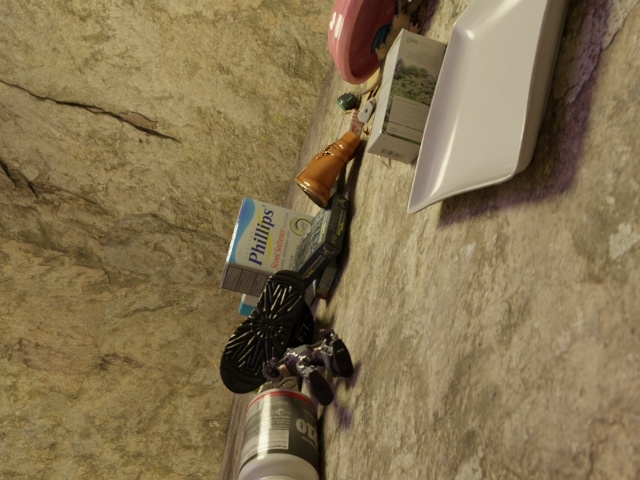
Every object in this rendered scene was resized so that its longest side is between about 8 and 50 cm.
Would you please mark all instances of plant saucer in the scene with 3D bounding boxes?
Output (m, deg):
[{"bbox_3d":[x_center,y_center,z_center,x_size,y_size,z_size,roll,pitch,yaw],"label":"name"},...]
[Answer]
[{"bbox_3d":[0.119,-0.574,1.499,0.332,0.084,0.332,-52,-19,-26],"label":"plant saucer"}]

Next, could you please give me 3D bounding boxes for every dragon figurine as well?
[{"bbox_3d":[0.178,-0.492,1.457,0.144,0.085,0.289,-91,23,-67],"label":"dragon figurine"}]

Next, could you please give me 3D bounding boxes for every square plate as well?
[{"bbox_3d":[0.230,-0.214,0.796,0.344,0.049,0.346,158,127,-78],"label":"square plate"}]

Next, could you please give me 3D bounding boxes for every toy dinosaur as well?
[{"bbox_3d":[0.141,-0.263,1.371,0.112,0.064,0.211,152,133,-76],"label":"toy dinosaur"}]

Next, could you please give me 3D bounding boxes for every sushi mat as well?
[{"bbox_3d":[0.182,-0.572,1.782,0.151,0.019,0.316,119,164,-60],"label":"sushi mat"}]

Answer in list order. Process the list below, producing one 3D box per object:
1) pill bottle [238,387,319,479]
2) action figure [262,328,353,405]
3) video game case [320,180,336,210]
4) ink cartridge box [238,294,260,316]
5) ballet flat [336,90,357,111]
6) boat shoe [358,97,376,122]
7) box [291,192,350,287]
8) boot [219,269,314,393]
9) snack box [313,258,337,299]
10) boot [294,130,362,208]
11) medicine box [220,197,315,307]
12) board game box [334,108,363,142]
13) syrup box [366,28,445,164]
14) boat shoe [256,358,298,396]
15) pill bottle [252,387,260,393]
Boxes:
[{"bbox_3d":[-0.083,0.453,1.188,0.283,0.161,0.161,-94,21,-64],"label":"pill bottle"},{"bbox_3d":[-0.024,0.260,1.254,0.185,0.099,0.285,-35,10,-19],"label":"action figure"},{"bbox_3d":[0.023,-0.170,1.903,0.183,0.023,0.201,103,169,-46],"label":"video game case"},{"bbox_3d":[-0.151,0.126,2.035,0.198,0.197,0.270,-85,14,-51],"label":"ink cartridge box"},{"bbox_3d":[0.099,-0.486,2.023,0.203,0.074,0.074,-88,15,-78],"label":"ballet flat"},{"bbox_3d":[0.139,-0.383,1.699,0.035,0.035,0.100,-48,-7,-25],"label":"boat shoe"},{"bbox_3d":[0.000,0.000,1.606,0.183,0.059,0.232,-50,17,36],"label":"box"},{"bbox_3d":[-0.121,0.270,1.508,0.347,0.131,0.260,-58,-18,-27],"label":"boot"},{"bbox_3d":[0.011,0.089,1.630,0.141,0.037,0.100,-98,26,-67],"label":"snack box"},{"bbox_3d":[0.039,-0.209,1.660,0.220,0.109,0.283,-41,13,5],"label":"boot"},{"bbox_3d":[-0.138,0.040,1.811,0.149,0.290,0.263,117,166,-50],"label":"medicine box"},{"bbox_3d":[0.089,-0.344,1.871,0.193,0.045,0.146,-118,45,-77],"label":"board game box"},{"bbox_3d":[0.168,-0.282,1.141,0.096,0.093,0.236,131,153,-71],"label":"syrup box"},{"bbox_3d":[-0.116,0.425,1.624,0.116,0.123,0.324,97,-178,-53],"label":"boat shoe"},{"bbox_3d":[-0.203,0.416,2.048,0.136,0.137,0.245,-87,15,-53],"label":"pill bottle"}]
